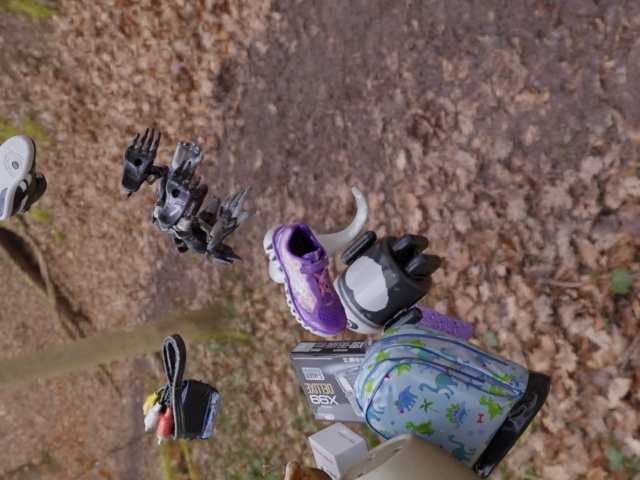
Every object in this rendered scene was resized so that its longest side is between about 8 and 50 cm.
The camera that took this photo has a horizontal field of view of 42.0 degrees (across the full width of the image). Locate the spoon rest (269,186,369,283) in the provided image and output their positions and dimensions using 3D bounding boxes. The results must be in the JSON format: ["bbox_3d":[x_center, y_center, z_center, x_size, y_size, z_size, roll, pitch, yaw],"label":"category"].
[{"bbox_3d":[0.000,0.000,1.865,0.084,0.276,0.137,50,-178,-32],"label":"spoon rest"}]

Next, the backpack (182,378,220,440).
[{"bbox_3d":[-0.343,0.451,2.231,0.173,0.117,0.158,151,132,-72],"label":"backpack"}]

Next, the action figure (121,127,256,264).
[{"bbox_3d":[-0.173,-0.055,1.165,0.164,0.141,0.275,34,171,14],"label":"action figure"}]

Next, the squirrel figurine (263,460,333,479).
[{"bbox_3d":[-0.113,0.621,1.643,0.281,0.370,0.397,50,-174,-5],"label":"squirrel figurine"}]

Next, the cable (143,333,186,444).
[{"bbox_3d":[-0.346,0.348,1.881,0.139,0.072,0.287,49,138,36],"label":"cable"}]

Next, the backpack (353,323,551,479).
[{"bbox_3d":[0.247,0.327,1.740,0.356,0.273,0.290,36,118,13],"label":"backpack"}]

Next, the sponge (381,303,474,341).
[{"bbox_3d":[0.275,0.234,2.136,0.210,0.117,0.031,19,149,31],"label":"sponge"}]

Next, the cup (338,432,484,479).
[{"bbox_3d":[0.164,0.502,1.541,0.237,0.331,0.331,58,154,2],"label":"cup"}]

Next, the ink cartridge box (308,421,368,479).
[{"bbox_3d":[0.061,0.532,1.874,0.148,0.086,0.203,11,121,66],"label":"ink cartridge box"}]

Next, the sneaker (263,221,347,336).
[{"bbox_3d":[-0.017,0.064,1.534,0.236,0.095,0.104,62,145,8],"label":"sneaker"}]

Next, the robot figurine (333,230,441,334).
[{"bbox_3d":[0.147,0.099,1.954,0.278,0.174,0.209,-42,25,26],"label":"robot figurine"}]

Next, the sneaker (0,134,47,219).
[{"bbox_3d":[-0.632,-0.149,1.782,0.079,0.121,0.217,39,122,8],"label":"sneaker"}]

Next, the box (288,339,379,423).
[{"bbox_3d":[0.086,0.396,2.334,0.308,0.076,0.242,-5,115,36],"label":"box"}]
